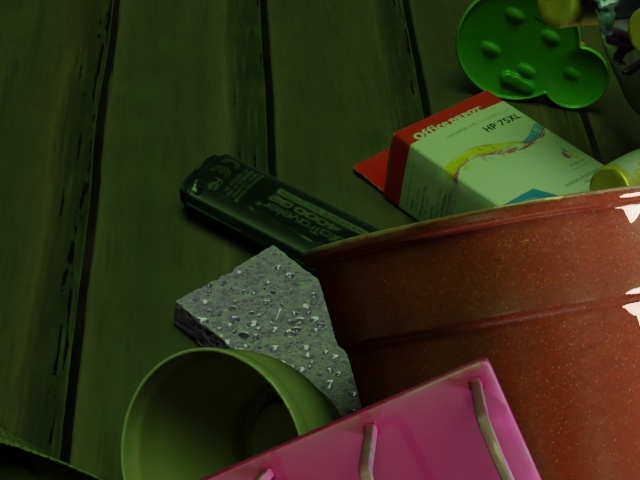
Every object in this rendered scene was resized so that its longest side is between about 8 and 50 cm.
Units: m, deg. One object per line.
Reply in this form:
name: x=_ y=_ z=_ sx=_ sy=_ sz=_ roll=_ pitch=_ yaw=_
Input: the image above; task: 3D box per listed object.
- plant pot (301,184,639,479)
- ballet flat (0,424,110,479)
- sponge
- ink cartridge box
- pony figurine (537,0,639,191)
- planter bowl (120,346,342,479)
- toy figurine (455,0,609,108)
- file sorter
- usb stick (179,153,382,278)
plant pot: x=0.144 y=0.115 z=0.997 sx=0.272 sy=0.272 sz=0.265 roll=-9 pitch=86 yaw=-20
ballet flat: x=-0.193 y=0.183 z=1.044 sx=0.250 sy=0.058 sz=0.084 roll=26 pitch=76 yaw=24
sponge: x=-0.012 y=0.089 z=1.232 sx=0.117 sy=0.031 sz=0.210 roll=-28 pitch=52 yaw=-36
ink cartridge box: x=0.156 y=-0.060 z=1.405 sx=0.134 sy=0.078 sz=0.231 roll=-27 pitch=50 yaw=-35
pony figurine: x=0.363 y=-0.166 z=1.384 sx=0.363 sy=0.303 sz=0.351 roll=2 pitch=68 yaw=-45
planter bowl: x=-0.048 y=0.153 z=1.069 sx=0.162 sy=0.162 sz=0.109 roll=33 pitch=19 yaw=27
toy figurine: x=0.231 y=-0.232 z=1.618 sx=0.173 sy=0.130 sz=0.159 roll=28 pitch=29 yaw=-10
file sorter: x=0.000 y=0.221 z=0.804 sx=0.290 sy=0.202 sz=0.182 roll=-24 pitch=0 yaw=5
usb stick: x=0.000 y=0.000 z=1.332 sx=0.278 sy=0.045 sz=0.077 roll=27 pitch=50 yaw=22
